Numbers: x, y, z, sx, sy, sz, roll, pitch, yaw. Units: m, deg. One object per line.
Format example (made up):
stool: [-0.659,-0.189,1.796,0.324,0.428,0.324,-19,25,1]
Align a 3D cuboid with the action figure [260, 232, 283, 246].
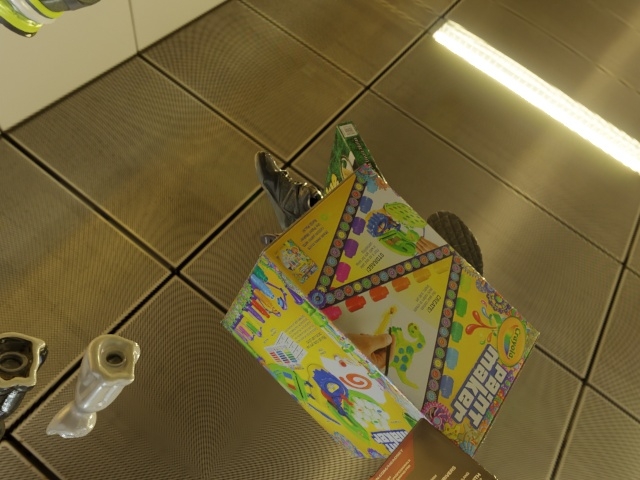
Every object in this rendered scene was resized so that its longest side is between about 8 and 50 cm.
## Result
action figure: [0.000,0.000,1.125,0.285,0.099,0.185,-15,-88,-41]

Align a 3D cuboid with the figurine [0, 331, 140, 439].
figurine: [-0.403,0.234,0.665,0.215,0.209,0.092,14,-147,-46]

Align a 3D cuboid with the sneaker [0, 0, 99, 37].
sneaker: [-0.214,-0.322,0.395,0.121,0.111,0.300,-5,-101,6]

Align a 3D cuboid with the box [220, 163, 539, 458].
box: [0.047,0.114,0.585,0.279,0.290,0.177,45,-121,3]

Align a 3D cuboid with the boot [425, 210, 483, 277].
boot: [0.273,0.124,0.994,0.118,0.223,0.338,-10,-108,-14]

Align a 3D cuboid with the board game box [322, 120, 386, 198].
board game box: [0.044,-0.043,0.697,0.030,0.260,0.136,-15,-116,-14]

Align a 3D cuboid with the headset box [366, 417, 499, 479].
headset box: [0.087,0.272,0.276,0.218,0.293,0.110,-46,-68,-11]

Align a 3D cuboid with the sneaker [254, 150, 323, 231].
sneaker: [-0.073,-0.137,1.123,0.228,0.130,0.087,64,-158,6]
